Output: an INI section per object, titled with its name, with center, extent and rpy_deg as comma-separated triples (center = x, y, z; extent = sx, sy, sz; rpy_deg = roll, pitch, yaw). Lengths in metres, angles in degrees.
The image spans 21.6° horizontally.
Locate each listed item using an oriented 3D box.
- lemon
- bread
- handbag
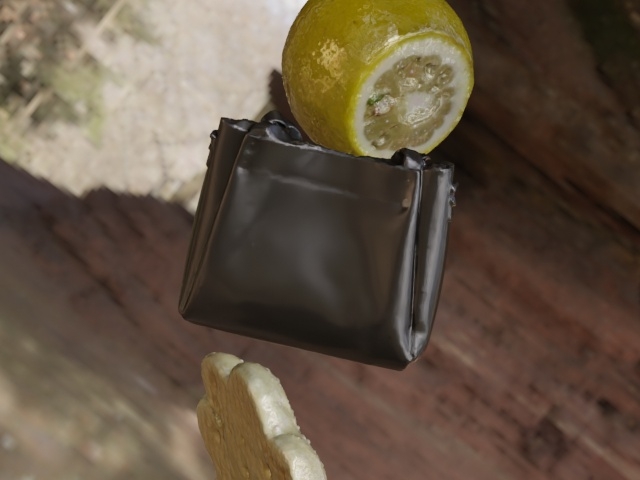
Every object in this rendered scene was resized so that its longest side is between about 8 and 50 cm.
[lemon]
center = 0.060, -0.224, 2.101
extent = 0.240, 0.240, 0.219
rpy_deg = 33, 11, -46
[bread]
center = -0.050, 0.258, 1.735
extent = 0.316, 0.054, 0.316
rpy_deg = 54, -26, 42
[handbag]
center = 0.000, 0.000, 1.852
extent = 0.285, 0.257, 0.113
rpy_deg = 14, 18, 8
